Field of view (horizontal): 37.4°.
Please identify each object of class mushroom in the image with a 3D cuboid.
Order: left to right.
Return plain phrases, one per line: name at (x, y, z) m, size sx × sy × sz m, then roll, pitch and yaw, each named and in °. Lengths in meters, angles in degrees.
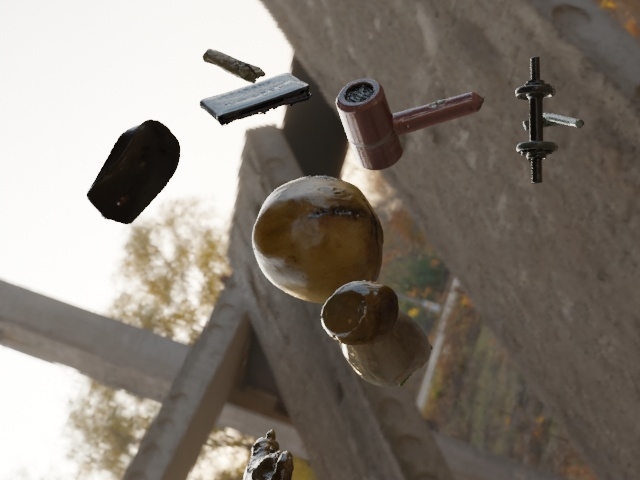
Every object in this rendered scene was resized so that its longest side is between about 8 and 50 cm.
mushroom at (0.091, 0.149, 1.441) m, size 0.350 × 0.128 × 0.128 m, roll 54°, pitch -127°, yaw -65°

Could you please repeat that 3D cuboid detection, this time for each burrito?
burrito at (-0.222, -0.444, 2.403) m, size 0.051 × 0.171 × 0.042 m, roll -55°, pitch -11°, yaw -42°

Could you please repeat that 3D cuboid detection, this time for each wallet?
wallet at (-0.141, -0.311, 2.059) m, size 0.167 × 0.222 × 0.036 m, roll -135°, pitch 30°, yaw -60°

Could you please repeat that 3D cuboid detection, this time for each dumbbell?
dumbbell at (0.428, -0.239, 1.873) m, size 0.081 × 0.082 × 0.253 m, roll 36°, pitch -126°, yaw -84°

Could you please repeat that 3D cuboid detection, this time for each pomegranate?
pomegranate at (0.000, 0.000, 1.774) m, size 0.260 × 0.261 × 0.260 m, roll 18°, pitch -90°, yaw -84°

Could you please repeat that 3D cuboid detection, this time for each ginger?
ginger at (-0.107, 0.493, 1.945) m, size 0.333 × 0.080 × 0.166 m, roll -140°, pitch 66°, yaw -79°

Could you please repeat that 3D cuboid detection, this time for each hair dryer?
hair dryer at (0.231, -0.322, 2.344) m, size 0.125 × 0.353 × 0.210 m, roll -98°, pitch -11°, yaw -46°

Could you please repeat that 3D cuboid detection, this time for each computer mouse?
computer mouse at (-0.477, -0.175, 2.468) m, size 0.168 × 0.087 × 0.295 m, roll 36°, pitch -96°, yaw -39°

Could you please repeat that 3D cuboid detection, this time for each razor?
razor at (0.506, -0.255, 2.004) m, size 0.211 × 0.084 × 0.035 m, roll -143°, pitch 42°, yaw -79°

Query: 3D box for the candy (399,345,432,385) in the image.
candy at (0.173, 0.260, 2.498) m, size 0.149 × 0.246 × 0.069 m, roll -46°, pitch 12°, yaw 14°
